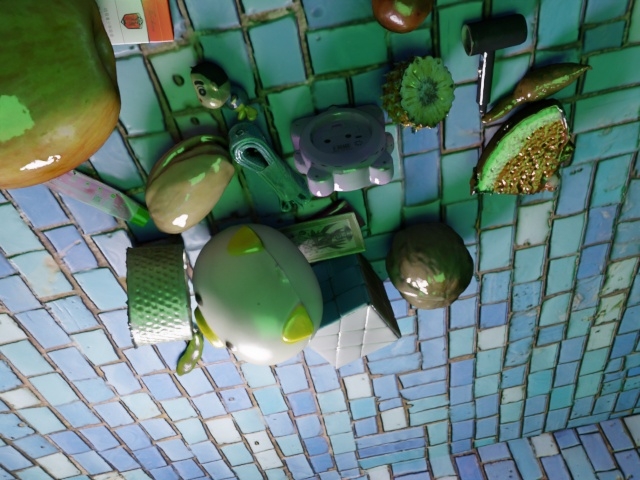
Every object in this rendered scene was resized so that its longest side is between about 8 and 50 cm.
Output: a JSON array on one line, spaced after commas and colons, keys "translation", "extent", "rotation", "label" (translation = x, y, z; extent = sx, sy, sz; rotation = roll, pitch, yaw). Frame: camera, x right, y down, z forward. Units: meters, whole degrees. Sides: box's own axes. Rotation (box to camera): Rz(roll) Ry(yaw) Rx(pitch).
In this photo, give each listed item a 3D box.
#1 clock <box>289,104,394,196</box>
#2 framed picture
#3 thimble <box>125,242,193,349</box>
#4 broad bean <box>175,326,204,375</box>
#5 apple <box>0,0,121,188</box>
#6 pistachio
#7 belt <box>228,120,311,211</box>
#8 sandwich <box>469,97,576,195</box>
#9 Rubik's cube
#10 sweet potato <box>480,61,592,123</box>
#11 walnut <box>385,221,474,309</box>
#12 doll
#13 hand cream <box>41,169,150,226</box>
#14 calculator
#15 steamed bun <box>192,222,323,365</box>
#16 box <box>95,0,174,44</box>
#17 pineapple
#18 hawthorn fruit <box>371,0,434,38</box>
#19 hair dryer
[{"translation": [0.051, -0.203, 1.404], "extent": [0.228, 0.247, 0.090], "rotation": [-12, 134, 0], "label": "clock"}, {"translation": [0.000, 0.000, 1.728], "extent": [0.232, 0.010, 0.173], "rotation": [-13, 139, 10], "label": "framed picture"}, {"translation": [-0.419, 0.144, 1.643], "extent": [0.150, 0.270, 0.270], "rotation": [-6, 136, -9], "label": "thimble"}, {"translation": [-0.416, 0.365, 2.023], "extent": [0.065, 0.046, 0.254], "rotation": [15, 129, -16], "label": "broad bean"}, {"translation": [-0.536, -0.290, 1.101], "extent": [0.347, 0.391, 0.391], "rotation": [-10, 136, 1], "label": "apple"}, {"translation": [-0.311, -0.125, 1.470], "extent": [0.182, 0.162, 0.293], "rotation": [9, 131, -42], "label": "pistachio"}, {"translation": [-0.120, -0.168, 1.509], "extent": [0.087, 0.072, 0.302], "rotation": [-31, 140, 10], "label": "belt"}, {"translation": [0.515, -0.223, 1.549], "extent": [0.212, 0.109, 0.292], "rotation": [18, 124, -2], "label": "sandwich"}, {"translation": [0.071, 0.196, 1.827], "extent": [0.231, 0.224, 0.221], "rotation": [-28, 136, 13], "label": "Rubik's cube"}, {"translation": [0.496, -0.357, 1.475], "extent": [0.270, 0.074, 0.075], "rotation": [-27, 135, 32], "label": "sweet potato"}, {"translation": [0.306, 0.074, 1.757], "extent": [0.249, 0.248, 0.248], "rotation": [-6, 136, -6], "label": "walnut"}, {"translation": [-0.215, -0.314, 1.357], "extent": [0.179, 0.102, 0.088], "rotation": [41, 73, -35], "label": "doll"}, {"translation": [-0.547, -0.110, 1.523], "extent": [0.275, 0.050, 0.079], "rotation": [28, 98, -27], "label": "hand cream"}, {"translation": [0.019, -0.032, 1.725], "extent": [0.191, 0.034, 0.126], "rotation": [-29, 135, 18], "label": "calculator"}, {"translation": [-0.163, 0.137, 1.626], "extent": [0.334, 0.334, 0.374], "rotation": [-38, 87, 24], "label": "steamed bun"}, {"translation": [-0.369, -0.438, 1.224], "extent": [0.152, 0.048, 0.100], "rotation": [-7, 138, -8], "label": "box"}, {"translation": [0.194, -0.327, 1.405], "extent": [0.161, 0.137, 0.176], "rotation": [43, 76, -29], "label": "pineapple"}, {"translation": [0.162, -0.476, 1.253], "extent": [0.125, 0.125, 0.140], "rotation": [-21, 168, 9], "label": "hawthorn fruit"}, {"translation": [0.392, -0.393, 1.429], "extent": [0.128, 0.070, 0.255], "rotation": [-14, 143, 1], "label": "hair dryer"}]
